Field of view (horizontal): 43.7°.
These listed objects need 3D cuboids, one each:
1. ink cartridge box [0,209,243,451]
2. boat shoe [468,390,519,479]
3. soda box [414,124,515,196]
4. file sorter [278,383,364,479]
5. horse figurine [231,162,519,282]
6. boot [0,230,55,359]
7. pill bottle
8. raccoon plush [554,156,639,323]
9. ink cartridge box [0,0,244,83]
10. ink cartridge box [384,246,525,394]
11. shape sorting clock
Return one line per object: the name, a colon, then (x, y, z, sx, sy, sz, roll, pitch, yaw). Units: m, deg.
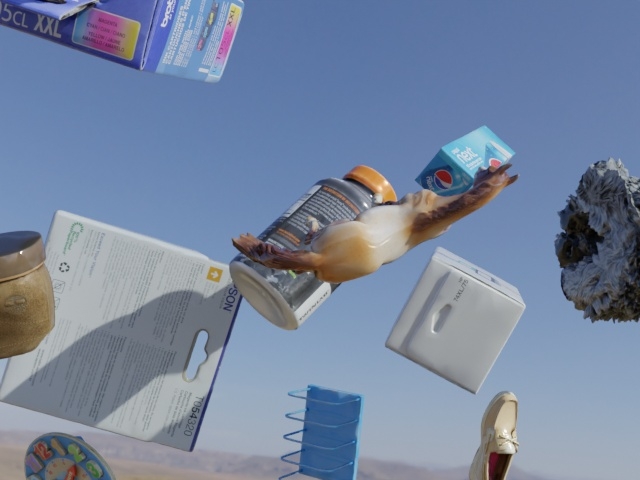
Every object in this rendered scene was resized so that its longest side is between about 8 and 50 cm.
ink cartridge box: (-0.321, 0.151, 1.318, 0.330, 0.324, 0.071, 18, 1, -10)
boat shoe: (0.290, 0.327, 1.278, 0.063, 0.170, 0.059, 6, 13, -24)
soda box: (0.225, -0.114, 1.218, 0.067, 0.071, 0.210, -52, -11, 32)
file sorter: (-0.003, 0.362, 1.454, 0.118, 0.170, 0.104, 6, 0, 31)
horse figurine: (0.050, -0.011, 0.807, 0.263, 0.066, 0.174, -20, 12, -13)
boot: (-0.405, 0.074, 0.756, 0.305, 0.115, 0.112, -7, 21, 2)
pill bottle: (0.000, 0.000, 1.118, 0.130, 0.246, 0.130, 38, -24, 20)
raccoon plush: (0.523, 0.041, 1.055, 0.299, 0.216, 0.446, 5, 21, -15)
ink cartridge box: (-0.298, -0.331, 1.101, 0.270, 0.151, 0.395, 19, 9, 7)
ink cartridge box: (0.267, 0.148, 1.586, 0.197, 0.198, 0.270, 29, 8, 8)
shape sorting clock: (-0.438, 0.429, 1.396, 0.206, 0.206, 0.040, -3, 13, 27)
